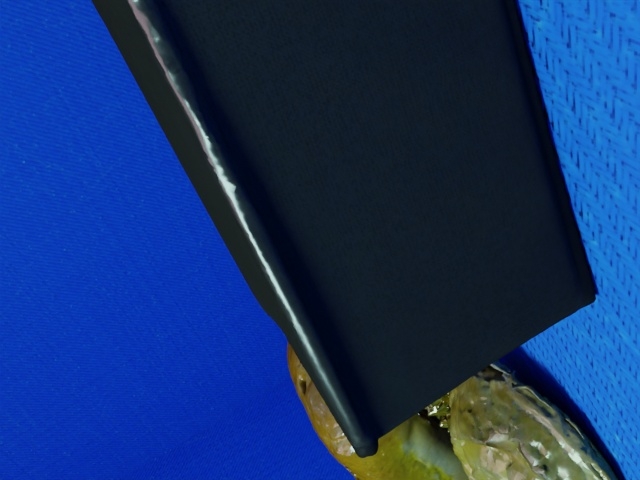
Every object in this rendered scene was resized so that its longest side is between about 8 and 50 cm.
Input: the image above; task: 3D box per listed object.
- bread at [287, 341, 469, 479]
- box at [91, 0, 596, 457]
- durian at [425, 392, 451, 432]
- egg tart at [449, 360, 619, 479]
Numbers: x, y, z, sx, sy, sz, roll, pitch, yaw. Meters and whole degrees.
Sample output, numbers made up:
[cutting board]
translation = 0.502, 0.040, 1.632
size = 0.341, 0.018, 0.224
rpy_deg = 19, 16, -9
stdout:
[bread]
translation = 0.089, 0.269, 1.114
size = 0.337, 0.148, 0.328
rpy_deg = 41, -177, -33
[box]
translation = 0.007, -0.079, 0.515
size = 0.345, 0.204, 0.251
rpy_deg = 65, 170, -28
[durian]
translation = 0.169, 0.194, 0.912
size = 0.140, 0.078, 0.224
rpy_deg = 56, 171, 27
[egg tart]
translation = 0.206, 0.227, 0.734
size = 0.252, 0.098, 0.232
rpy_deg = 52, 166, 18
